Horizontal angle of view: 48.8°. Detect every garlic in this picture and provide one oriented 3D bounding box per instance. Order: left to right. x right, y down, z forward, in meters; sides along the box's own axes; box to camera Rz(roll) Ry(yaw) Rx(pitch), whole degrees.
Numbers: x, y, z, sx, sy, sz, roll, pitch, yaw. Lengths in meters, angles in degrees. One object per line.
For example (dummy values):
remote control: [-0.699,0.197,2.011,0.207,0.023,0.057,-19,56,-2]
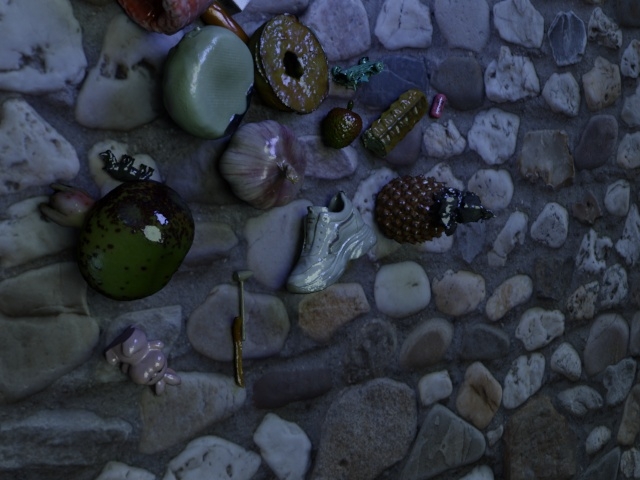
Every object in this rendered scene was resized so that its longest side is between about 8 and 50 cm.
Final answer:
garlic: [-0.121,-0.189,1.827,0.245,0.253,0.245,-8,106,-32]

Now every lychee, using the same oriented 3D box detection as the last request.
lychee: [0.066,-0.334,2.037,0.114,0.114,0.147,16,97,-36]

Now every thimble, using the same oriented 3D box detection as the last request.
thimble: [-0.364,-0.605,1.626,0.162,0.239,0.239,-51,120,-26]

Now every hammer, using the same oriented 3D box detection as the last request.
hammer: [-0.206,0.177,1.925,0.060,0.028,0.195,-8,101,-43]
hammer: [0.387,-0.441,2.316,0.043,0.043,0.083,24,78,-35]

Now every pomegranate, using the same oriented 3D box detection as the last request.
pomegranate: [-0.464,-0.030,1.595,0.340,0.285,0.285,30,73,-7]

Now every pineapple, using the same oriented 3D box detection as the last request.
pineapple: [0.346,-0.092,2.110,0.222,0.357,0.223,-3,95,-40]

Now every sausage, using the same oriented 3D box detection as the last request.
sausage: [-0.248,-0.554,1.826,0.062,0.054,0.183,-42,122,4]

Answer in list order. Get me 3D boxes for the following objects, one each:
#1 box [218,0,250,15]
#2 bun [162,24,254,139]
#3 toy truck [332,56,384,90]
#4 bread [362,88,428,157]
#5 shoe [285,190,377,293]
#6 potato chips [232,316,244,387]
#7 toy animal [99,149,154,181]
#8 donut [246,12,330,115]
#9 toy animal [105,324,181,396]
box: [-0.253,-0.718,1.804,0.233,0.067,0.150,44,66,-31]
bun: [-0.295,-0.387,1.731,0.283,0.179,0.284,-29,124,-56]
toy truck: [0.115,-0.489,2.091,0.154,0.080,0.078,-27,130,-32]
bread: [0.239,-0.373,2.181,0.269,0.098,0.087,-47,160,-26]
shoe: [0.000,0.000,2.006,0.342,0.132,0.211,-40,111,-32]
potato chips: [-0.222,0.301,1.912,0.026,0.037,0.204,-5,101,-26]
toy animal: [-0.470,-0.174,1.687,0.135,0.047,0.065,31,83,-40]
donut: [-0.097,-0.468,1.898,0.272,0.107,0.272,2,87,-48]
toy animal: [-0.414,0.307,1.716,0.124,0.124,0.212,-50,116,-23]
